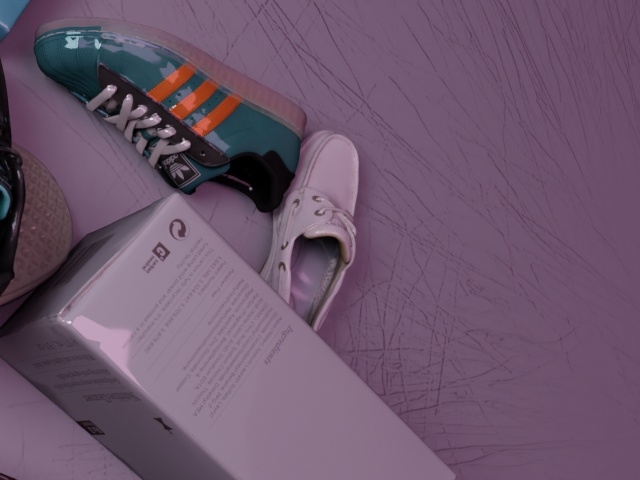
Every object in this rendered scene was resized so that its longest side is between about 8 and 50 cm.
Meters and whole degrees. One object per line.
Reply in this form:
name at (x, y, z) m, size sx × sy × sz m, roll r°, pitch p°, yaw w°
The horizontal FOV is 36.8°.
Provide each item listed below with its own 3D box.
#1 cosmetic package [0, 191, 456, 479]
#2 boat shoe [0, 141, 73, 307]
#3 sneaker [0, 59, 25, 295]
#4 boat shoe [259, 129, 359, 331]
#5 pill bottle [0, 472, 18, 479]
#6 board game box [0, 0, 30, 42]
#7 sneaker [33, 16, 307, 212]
cosmetic package at (-0.087, 0.156, 0.883) m, size 0.385 × 0.217 × 0.156 m, roll 47°, pitch 59°, yaw -16°
boat shoe at (-0.414, 0.013, 0.728) m, size 0.500 × 0.156 × 0.186 m, roll -19°, pitch 87°, yaw -50°
sneaker at (-0.263, -0.058, 0.735) m, size 0.101 × 0.106 × 0.267 m, roll 17°, pitch 58°, yaw -45°
boat shoe at (0.000, 0.000, 1.041) m, size 0.098 × 0.096 × 0.277 m, roll 26°, pitch 68°, yaw -28°
pill bottle at (-0.284, 0.279, 0.716) m, size 0.392 × 0.224 × 0.224 m, roll 33°, pitch 65°, yaw -26°
board game box at (-0.326, -0.385, 0.902) m, size 0.254 × 0.079 × 0.336 m, roll 36°, pitch 63°, yaw -24°
sneaker at (-0.144, -0.118, 0.958) m, size 0.302 × 0.108 × 0.121 m, roll 20°, pitch 66°, yaw -32°
